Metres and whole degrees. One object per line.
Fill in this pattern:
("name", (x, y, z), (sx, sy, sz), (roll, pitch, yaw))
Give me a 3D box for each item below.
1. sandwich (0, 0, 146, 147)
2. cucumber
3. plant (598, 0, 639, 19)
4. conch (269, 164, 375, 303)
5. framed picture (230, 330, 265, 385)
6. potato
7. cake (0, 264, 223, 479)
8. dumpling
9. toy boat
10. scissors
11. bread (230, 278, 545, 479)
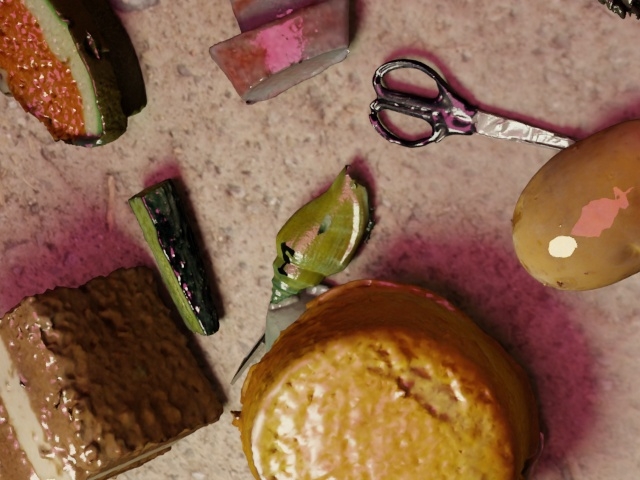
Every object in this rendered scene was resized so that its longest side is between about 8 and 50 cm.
("sandwich", (-0.347, -0.242, 2.020), (0.292, 0.109, 0.212), (48, 130, 13))
("cucumber", (-0.184, 0.024, 2.033), (0.211, 0.062, 0.078), (65, 159, -9))
("plant", (0.323, -0.304, 1.596), (0.094, 0.092, 0.143), (-27, 84, 27))
("conch", (-0.003, 0.002, 1.905), (0.095, 0.079, 0.201), (44, 116, -9))
("framed picture", (-0.088, 0.147, 2.004), (0.007, 0.066, 0.089), (35, 123, -5))
("potato", (0.317, -0.032, 1.661), (0.150, 0.146, 0.234), (38, 128, -23))
("cake", (-0.339, 0.211, 2.060), (0.290, 0.282, 0.255), (-30, 82, 39))
("dumpling", (-0.003, 0.161, 1.922), (0.149, 0.105, 0.216), (-13, 77, 48))
("toy boat", (-0.074, -0.329, 1.848), (0.206, 0.096, 0.282), (-27, 77, 28))
("scissors", (0.191, -0.136, 1.768), (0.300, 0.022, 0.109), (18, 118, 26))
("bread", (0.080, 0.240, 1.790), (0.358, 0.204, 0.337), (40, 106, -5))
